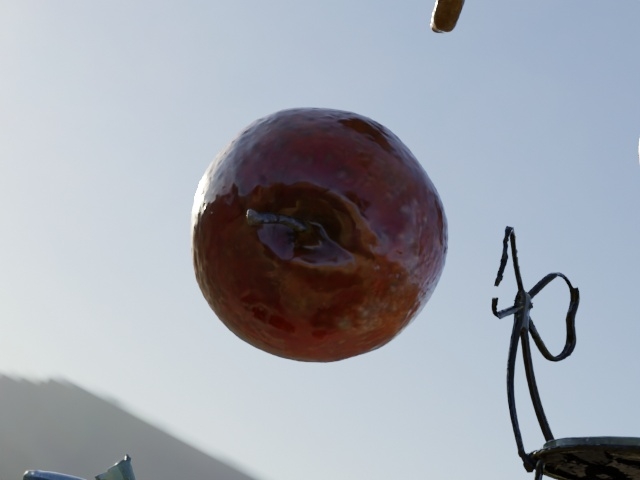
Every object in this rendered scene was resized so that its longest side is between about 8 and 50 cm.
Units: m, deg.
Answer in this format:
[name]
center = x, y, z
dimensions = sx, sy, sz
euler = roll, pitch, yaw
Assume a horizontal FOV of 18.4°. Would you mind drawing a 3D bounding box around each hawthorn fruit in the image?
[hawthorn fruit]
center = 0.004, 0.007, 1.743
dimensions = 0.235, 0.231, 0.263
euler = 1, 32, -17

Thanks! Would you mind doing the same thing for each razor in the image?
[razor]
center = -0.205, 0.209, 1.668
dimensions = 0.135, 0.040, 0.068
euler = 5, -65, 45

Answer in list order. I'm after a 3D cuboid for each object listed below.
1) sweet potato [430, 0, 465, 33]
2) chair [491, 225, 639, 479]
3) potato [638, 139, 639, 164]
[sweet potato]
center = 0.131, -0.235, 1.650
dimensions = 0.044, 0.044, 0.179
euler = 30, -48, -11
[chair]
center = 0.203, 0.157, 1.343
dimensions = 0.170, 0.326, 0.160
euler = -5, -19, 30
[potato]
center = 0.440, -0.064, 2.220
dimensions = 0.146, 0.150, 0.234
euler = 76, -6, -65
